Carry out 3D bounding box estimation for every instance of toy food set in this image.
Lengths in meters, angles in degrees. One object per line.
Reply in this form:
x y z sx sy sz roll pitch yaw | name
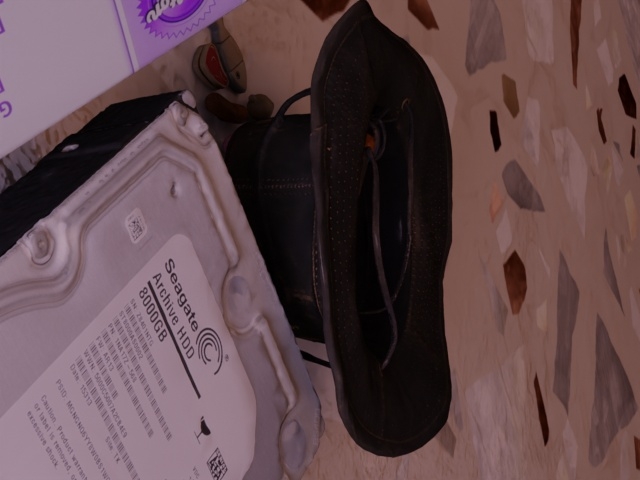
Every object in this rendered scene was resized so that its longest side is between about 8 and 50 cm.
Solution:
-0.059 -0.098 0.881 0.122 0.019 0.078 65 33 -30 | toy food set

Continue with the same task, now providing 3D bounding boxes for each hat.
0.000 0.000 0.838 0.331 0.134 0.331 -4 90 -71 | hat

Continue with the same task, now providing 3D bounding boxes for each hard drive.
-0.114 0.103 0.567 0.339 0.064 0.236 -54 130 -52 | hard drive

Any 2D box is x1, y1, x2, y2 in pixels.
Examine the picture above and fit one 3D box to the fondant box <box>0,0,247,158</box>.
-0.152 -0.184 0.432 0.238 0.096 0.330 -37 146 -22 | fondant box
